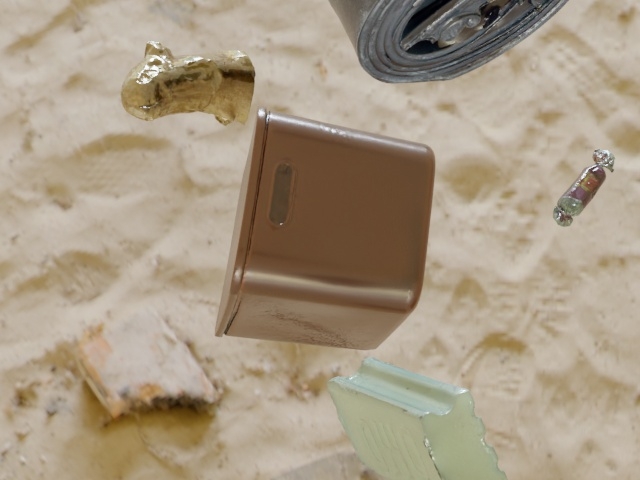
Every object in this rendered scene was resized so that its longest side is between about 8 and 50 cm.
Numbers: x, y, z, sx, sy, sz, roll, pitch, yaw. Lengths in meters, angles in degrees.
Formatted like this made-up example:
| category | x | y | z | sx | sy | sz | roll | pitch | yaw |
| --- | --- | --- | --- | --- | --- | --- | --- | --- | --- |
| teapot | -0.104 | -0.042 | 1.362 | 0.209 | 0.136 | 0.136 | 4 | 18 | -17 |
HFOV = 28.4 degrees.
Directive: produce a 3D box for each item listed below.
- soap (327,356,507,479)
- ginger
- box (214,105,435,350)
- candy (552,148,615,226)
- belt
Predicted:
| category | x | y | z | sx | sy | sz | roll | pitch | yaw |
| --- | --- | --- | --- | --- | --- | --- | --- | --- | --- |
| soap | 0.090 | 0.187 | 1.230 | 0.063 | 0.114 | 0.198 | -29 | 15 | -21 |
| ginger | -0.085 | -0.108 | 0.879 | 0.044 | 0.137 | 0.057 | 9 | 101 | 41 |
| box | 0.000 | 0.000 | 1.645 | 0.229 | 0.339 | 0.239 | 9 | 73 | -6 |
| candy | 0.399 | -0.078 | 1.929 | 0.045 | 0.043 | 0.175 | 30 | 55 | 20 |
| belt | 0.095 | -0.183 | 0.872 | 0.190 | 0.141 | 0.082 | -32 | 58 | 15 |
